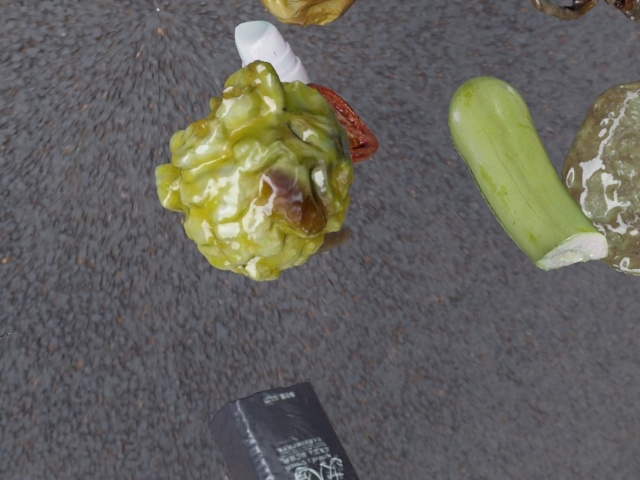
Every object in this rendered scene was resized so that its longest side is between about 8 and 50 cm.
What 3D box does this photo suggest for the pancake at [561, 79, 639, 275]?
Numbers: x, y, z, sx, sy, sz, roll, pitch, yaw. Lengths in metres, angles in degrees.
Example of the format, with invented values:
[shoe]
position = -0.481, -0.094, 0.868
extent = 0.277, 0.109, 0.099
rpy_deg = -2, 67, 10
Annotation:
[pancake]
position = 0.370, -0.069, 1.066
extent = 0.222, 0.042, 0.236
rpy_deg = -13, 67, 9

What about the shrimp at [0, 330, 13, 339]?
[shrimp]
position = -0.522, 0.236, 1.113
extent = 0.410, 0.166, 0.221
rpy_deg = -54, 139, -21

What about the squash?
[squash]
position = 0.188, -0.066, 0.945
extent = 0.083, 0.250, 0.083
rpy_deg = -11, 139, -10

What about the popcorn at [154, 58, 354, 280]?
[popcorn]
position = -0.062, -0.069, 0.986
extent = 0.169, 0.218, 0.189
rpy_deg = -24, 119, 39

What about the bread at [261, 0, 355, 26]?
[bread]
position = 0.010, -0.395, 1.179
extent = 0.132, 0.294, 0.167
rpy_deg = -9, 72, -32

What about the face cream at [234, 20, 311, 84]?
[face cream]
position = -0.046, -0.224, 1.707
extent = 0.102, 0.102, 0.346
rpy_deg = -29, 128, -2

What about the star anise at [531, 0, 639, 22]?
[star anise]
position = 0.480, -0.440, 1.653
extent = 0.292, 0.349, 0.109
rpy_deg = 11, 130, 12

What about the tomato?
[tomato]
position = -0.001, -0.172, 1.596
extent = 0.166, 0.174, 0.082
rpy_deg = 49, 122, 13

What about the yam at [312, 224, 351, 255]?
[yam]
position = 0.000, 0.000, 1.758
extent = 0.046, 0.264, 0.046
rpy_deg = 2, 96, 20

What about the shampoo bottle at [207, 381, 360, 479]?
[shampoo bottle]
position = 0.011, 0.270, 0.831
extent = 0.098, 0.309, 0.071
rpy_deg = -4, 145, -41
